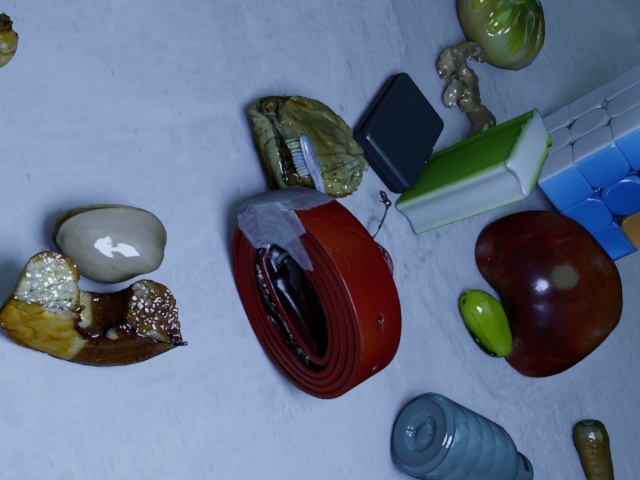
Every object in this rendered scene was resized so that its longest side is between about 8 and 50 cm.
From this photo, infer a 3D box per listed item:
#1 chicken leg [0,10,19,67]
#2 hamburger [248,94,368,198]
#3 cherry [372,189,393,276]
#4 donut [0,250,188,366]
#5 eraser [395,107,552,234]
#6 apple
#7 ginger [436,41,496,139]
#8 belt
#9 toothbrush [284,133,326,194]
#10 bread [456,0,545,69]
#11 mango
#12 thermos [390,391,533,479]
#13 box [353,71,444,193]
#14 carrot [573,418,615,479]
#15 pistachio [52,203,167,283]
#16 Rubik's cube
[{"bbox_3d":[-0.471,-0.258,0.974,0.207,0.085,0.101,-9,125,-38],"label":"chicken leg"},{"bbox_3d":[-0.031,-0.149,1.348,0.183,0.130,0.206,-2,58,-46],"label":"hamburger"},{"bbox_3d":[0.082,0.009,1.403,0.107,0.090,0.226,24,59,-33],"label":"cherry"},{"bbox_3d":[-0.290,0.087,0.989,0.217,0.141,0.085,24,49,-36],"label":"donut"},{"bbox_3d":[0.295,-0.131,1.528,0.092,0.274,0.210,51,47,-16],"label":"eraser"},{"bbox_3d":[0.501,0.109,1.754,0.364,0.295,0.329,1,112,-43],"label":"apple"},{"bbox_3d":[0.320,-0.321,1.780,0.149,0.065,0.259,5,78,-30],"label":"ginger"},{"bbox_3d":[-0.009,0.068,1.198,0.115,0.227,0.324,-24,90,-47],"label":"belt"},{"bbox_3d":[0.016,0.023,1.292,0.035,0.042,0.414,-59,138,-58],"label":"toothbrush"},{"bbox_3d":[0.426,-0.505,1.879,0.260,0.158,0.156,36,57,-27],"label":"bread"},{"bbox_3d":[0.340,0.166,1.607,0.165,0.074,0.091,51,46,-17],"label":"mango"},{"bbox_3d":[0.260,0.369,1.422,0.286,0.145,0.182,30,23,-35],"label":"thermos"},{"bbox_3d":[0.156,-0.216,1.585,0.160,0.050,0.230,49,47,-19],"label":"box"},{"bbox_3d":[0.617,0.538,1.748,0.078,0.078,0.298,-13,87,-46],"label":"carrot"},{"bbox_3d":[-0.276,0.002,1.049,0.149,0.113,0.113,17,64,-40],"label":"pistachio"},{"bbox_3d":[0.703,-0.174,1.884,0.292,0.290,0.291,46,33,-22],"label":"Rubik's cube"}]
